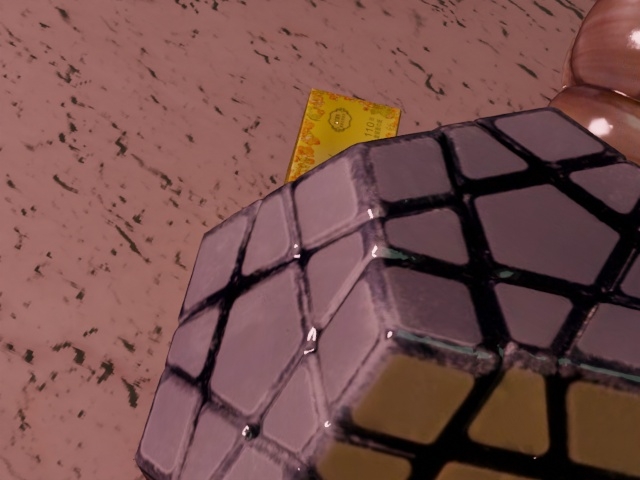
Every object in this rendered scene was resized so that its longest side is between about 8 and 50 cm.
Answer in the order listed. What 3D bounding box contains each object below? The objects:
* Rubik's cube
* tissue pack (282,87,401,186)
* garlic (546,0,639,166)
[{"bbox_3d":[0.072,0.092,0.949,0.264,0.319,0.319,3,33,29],"label":"Rubik's cube"},{"bbox_3d":[0.000,0.000,1.167,0.062,0.095,0.176,15,40,-1],"label":"tissue pack"},{"bbox_3d":[0.238,-0.111,1.312,0.191,0.160,0.214,10,31,25],"label":"garlic"}]
